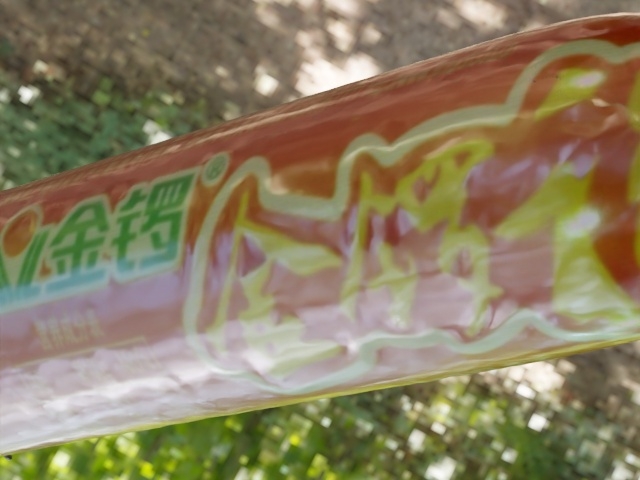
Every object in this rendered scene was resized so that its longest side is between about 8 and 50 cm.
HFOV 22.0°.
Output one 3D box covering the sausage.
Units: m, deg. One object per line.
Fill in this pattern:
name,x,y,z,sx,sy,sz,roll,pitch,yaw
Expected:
sausage,0.000,0.000,0.384,0.264,0.083,0.083,-14,141,36
